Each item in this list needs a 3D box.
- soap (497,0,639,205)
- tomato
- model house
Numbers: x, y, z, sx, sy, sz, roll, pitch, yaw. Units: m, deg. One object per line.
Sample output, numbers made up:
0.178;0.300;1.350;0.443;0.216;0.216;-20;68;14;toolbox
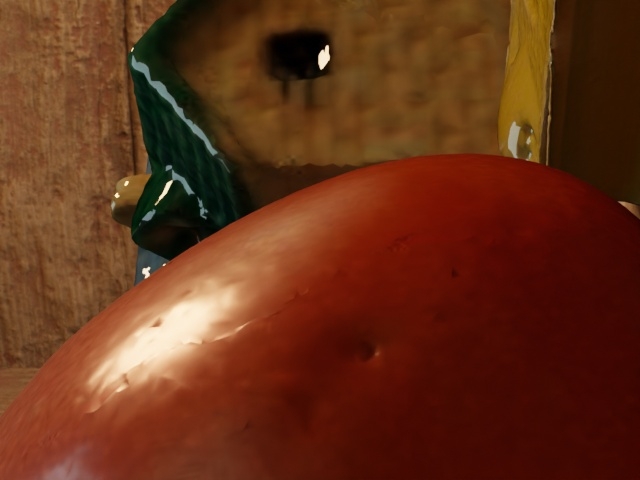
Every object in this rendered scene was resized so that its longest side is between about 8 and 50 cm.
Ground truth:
0.131;-0.140;0.691;0.135;0.076;0.233;-93;3;-58;soap
0.013;0.132;0.504;0.321;0.321;0.322;179;90;-90;tomato
0.000;0.000;1.058;0.382;0.342;0.335;90;-179;-56;model house
